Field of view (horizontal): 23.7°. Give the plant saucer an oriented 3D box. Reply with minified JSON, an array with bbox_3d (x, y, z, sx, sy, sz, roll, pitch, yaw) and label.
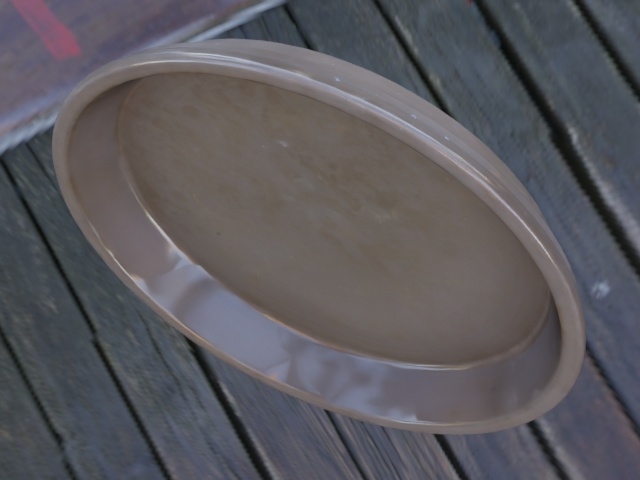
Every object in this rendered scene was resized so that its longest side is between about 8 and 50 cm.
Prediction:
[{"bbox_3d":[0.000,0.000,0.739,0.278,0.278,0.041,23,60,10],"label":"plant saucer"}]
